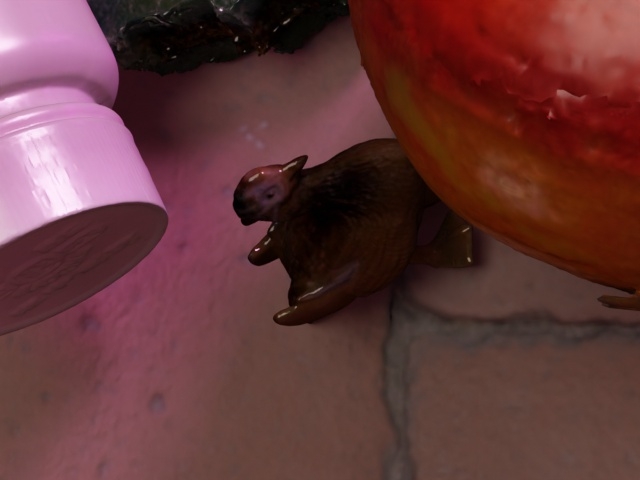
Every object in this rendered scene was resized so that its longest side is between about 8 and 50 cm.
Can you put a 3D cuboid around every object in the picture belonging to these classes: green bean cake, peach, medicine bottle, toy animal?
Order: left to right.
[{"bbox_3d":[-0.263,-0.137,1.318,0.213,0.213,0.379,-34,74,19],"label":"medicine bottle"},{"bbox_3d":[-0.058,-0.183,1.348,0.208,0.107,0.193,-44,62,16],"label":"green bean cake"},{"bbox_3d":[0.000,0.000,1.233,0.188,0.179,0.089,-52,52,41],"label":"toy animal"},{"bbox_3d":[0.186,-0.141,1.077,0.372,0.290,0.373,-12,68,31],"label":"peach"}]
